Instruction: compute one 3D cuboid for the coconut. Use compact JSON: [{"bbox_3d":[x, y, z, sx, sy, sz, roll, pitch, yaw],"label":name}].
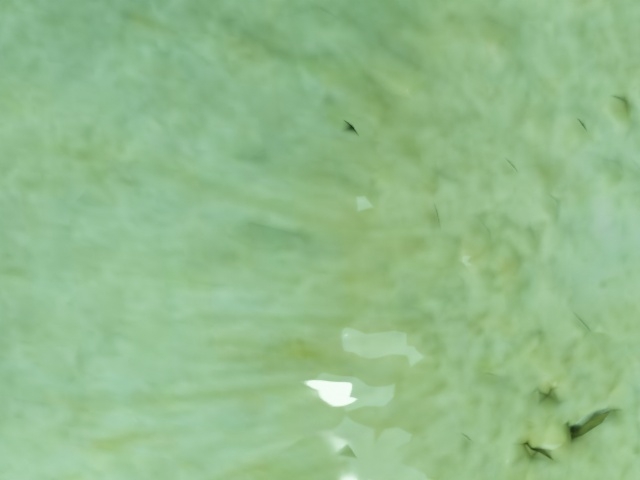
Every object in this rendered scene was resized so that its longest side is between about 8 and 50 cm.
[{"bbox_3d":[0.000,0.000,0.525,0.344,0.415,0.415,3,128,-25],"label":"coconut"}]
